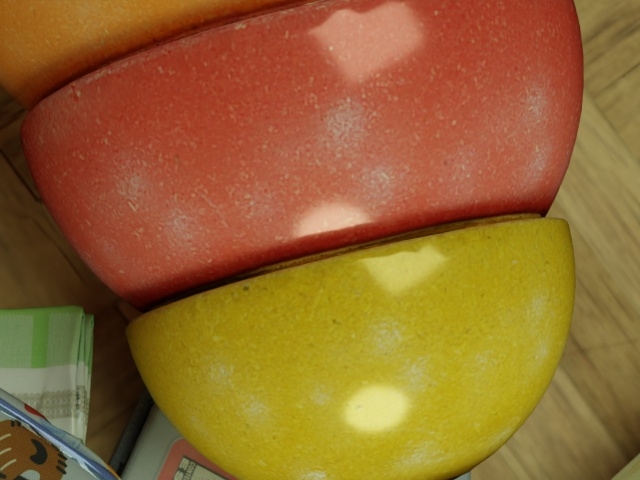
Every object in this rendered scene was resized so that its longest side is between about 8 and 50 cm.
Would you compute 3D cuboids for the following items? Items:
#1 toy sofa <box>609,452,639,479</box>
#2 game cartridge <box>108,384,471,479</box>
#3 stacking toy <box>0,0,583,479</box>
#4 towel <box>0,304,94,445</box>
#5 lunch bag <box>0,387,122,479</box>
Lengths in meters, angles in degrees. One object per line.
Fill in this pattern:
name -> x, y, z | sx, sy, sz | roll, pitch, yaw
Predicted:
toy sofa -> 0.237, 0.169, 1.027 | 0.362, 0.177, 0.150 | -37, 67, -28
game cartridge -> -0.037, 0.197, 0.934 | 0.196, 0.060, 0.294 | 31, 64, -17
stacking toy -> 0.000, 0.000, 0.868 | 0.351, 0.351, 0.479 | -8, 84, -26
towel -> -0.168, 0.102, 0.894 | 0.113, 0.023, 0.152 | 0, 67, 0
lunch bag -> -0.245, 0.143, 0.794 | 0.303, 0.115, 0.243 | 29, 70, 6
